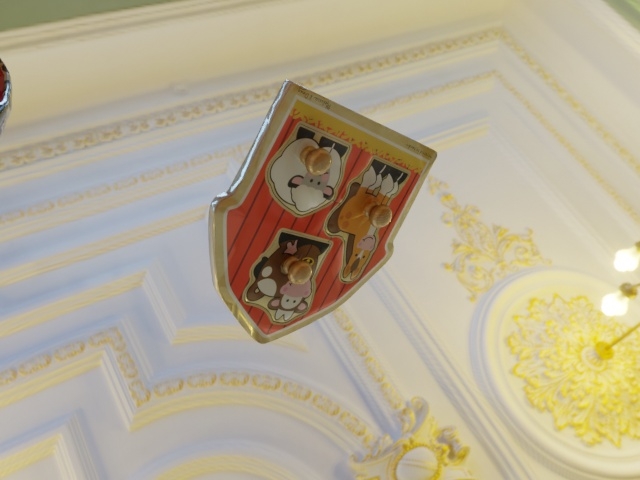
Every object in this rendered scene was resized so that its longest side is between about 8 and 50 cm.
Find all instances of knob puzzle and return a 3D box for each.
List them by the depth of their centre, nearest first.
[{"bbox_3d":[0.000,0.000,0.457,0.213,0.213,0.030,-26,-137,-27],"label":"knob puzzle"}]

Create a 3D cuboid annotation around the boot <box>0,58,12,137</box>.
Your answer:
[{"bbox_3d":[-0.204,0.017,0.255,0.085,0.178,0.236,22,-152,-35],"label":"boot"}]
